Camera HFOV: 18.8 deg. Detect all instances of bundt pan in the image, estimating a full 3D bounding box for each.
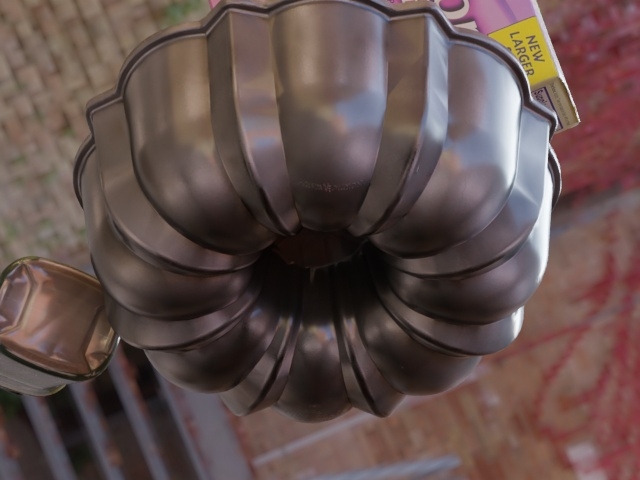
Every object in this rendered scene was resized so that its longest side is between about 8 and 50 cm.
[{"bbox_3d":[0.000,0.000,1.257,0.124,0.331,0.331,-92,167,-46],"label":"bundt pan"}]

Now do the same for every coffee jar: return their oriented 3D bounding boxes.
[{"bbox_3d":[-0.209,0.066,1.413,0.184,0.096,0.079,-24,-135,68],"label":"coffee jar"}]

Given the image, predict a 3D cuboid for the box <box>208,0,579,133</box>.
[{"bbox_3d":[0.053,-0.160,1.541,0.117,0.243,0.213,47,24,-69],"label":"box"}]
